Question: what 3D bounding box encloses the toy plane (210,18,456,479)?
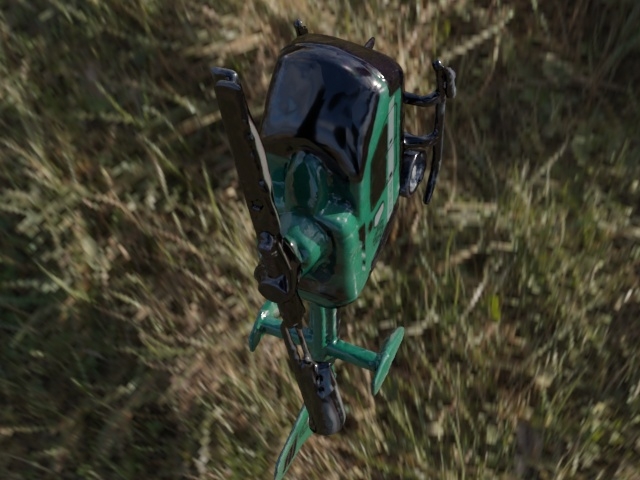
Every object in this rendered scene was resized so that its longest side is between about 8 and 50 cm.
[{"bbox_3d":[0.000,0.000,1.071,0.106,0.382,0.155,20,54,14],"label":"toy plane"}]
